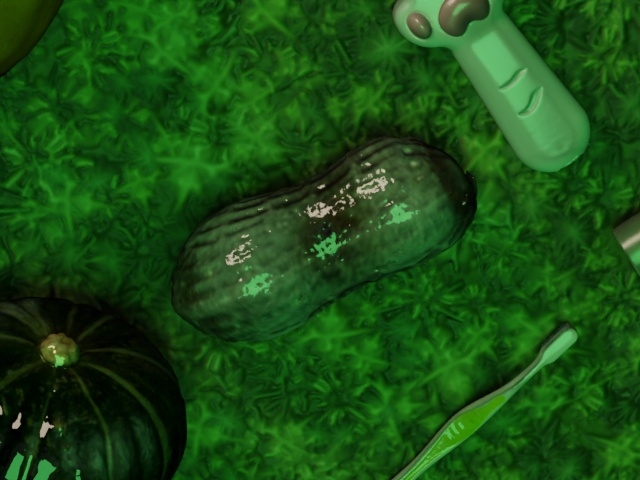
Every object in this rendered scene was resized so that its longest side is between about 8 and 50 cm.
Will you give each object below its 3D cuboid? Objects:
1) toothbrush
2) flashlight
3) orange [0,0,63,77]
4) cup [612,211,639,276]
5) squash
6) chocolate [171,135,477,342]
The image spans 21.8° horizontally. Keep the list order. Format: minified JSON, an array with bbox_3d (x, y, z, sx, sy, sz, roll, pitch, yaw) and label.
[{"bbox_3d":[0.111,0.159,1.357,0.022,0.026,0.263,44,102,-12],"label":"toothbrush"},{"bbox_3d":[0.132,-0.132,1.237,0.093,0.047,0.200,-35,109,8],"label":"flashlight"},{"bbox_3d":[-0.269,-0.210,1.072,0.246,0.246,0.246,-2,111,-4],"label":"orange"},{"bbox_3d":[0.277,-0.008,1.302,0.083,0.075,0.054,-32,73,11],"label":"cup"},{"bbox_3d":[-0.208,0.137,1.228,0.218,0.218,0.172,23,134,-13],"label":"squash"},{"bbox_3d":[0.000,0.000,1.247,0.248,0.110,0.110,-28,110,6],"label":"chocolate"}]
